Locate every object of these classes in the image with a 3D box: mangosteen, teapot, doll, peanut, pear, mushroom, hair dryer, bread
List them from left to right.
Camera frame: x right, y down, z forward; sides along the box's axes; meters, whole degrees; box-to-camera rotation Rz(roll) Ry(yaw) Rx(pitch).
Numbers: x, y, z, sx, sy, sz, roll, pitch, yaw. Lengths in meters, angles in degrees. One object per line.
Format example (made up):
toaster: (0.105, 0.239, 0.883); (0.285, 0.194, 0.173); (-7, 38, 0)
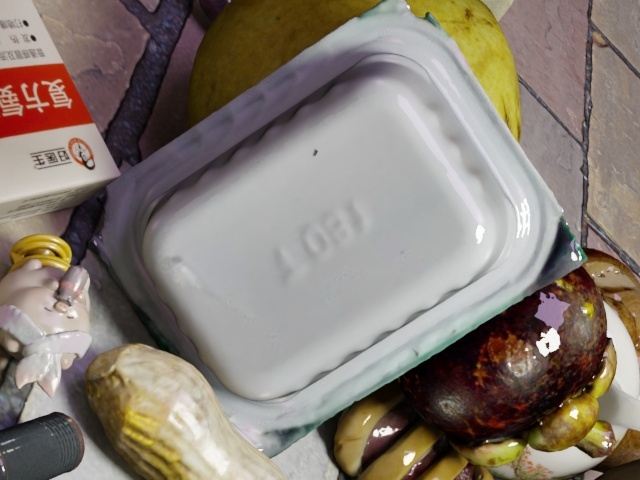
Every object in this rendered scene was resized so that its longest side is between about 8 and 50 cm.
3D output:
hair dryer: (-0.201, 0.223, 0.957); (0.173, 0.050, 0.195); (-14, 79, -53)
doll: (-0.196, 0.051, 1.061); (0.073, 0.084, 0.127); (28, 36, -37)
peanut: (-0.095, 0.159, 1.107); (0.207, 0.087, 0.087); (49, 34, -13)
pear: (0.031, -0.090, 1.305); (0.304, 0.304, 0.304); (33, 40, -34)
bread: (0.106, 0.225, 1.322); (0.225, 0.081, 0.134); (53, 32, -2)
mangosteen: (0.174, 0.109, 1.263); (0.217, 0.192, 0.192); (51, 33, 1)
teapot: (0.213, 0.135, 1.407); (0.139, 0.298, 0.204); (26, 76, -74)
mushroom: (0.294, 0.132, 1.581); (0.253, 0.153, 0.253); (24, 53, -36)

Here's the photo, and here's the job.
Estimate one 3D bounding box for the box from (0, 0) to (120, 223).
box: (-0.317, -0.103, 1.049); (0.353, 0.069, 0.214); (-20, 80, -55)

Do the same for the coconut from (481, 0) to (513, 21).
coconut: (0.133, -0.345, 1.722); (0.237, 0.197, 0.237); (16, 69, -51)

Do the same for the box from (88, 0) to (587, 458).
box: (0.000, 0.000, 1.126); (0.264, 0.336, 0.106); (56, 10, -3)

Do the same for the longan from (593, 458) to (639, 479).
longan: (0.312, 0.355, 1.332); (0.288, 0.288, 0.350); (45, 46, -20)

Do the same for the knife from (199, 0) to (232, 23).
knife: (-0.022, -0.167, 1.486); (0.278, 0.053, 0.123); (37, -4, -23)
